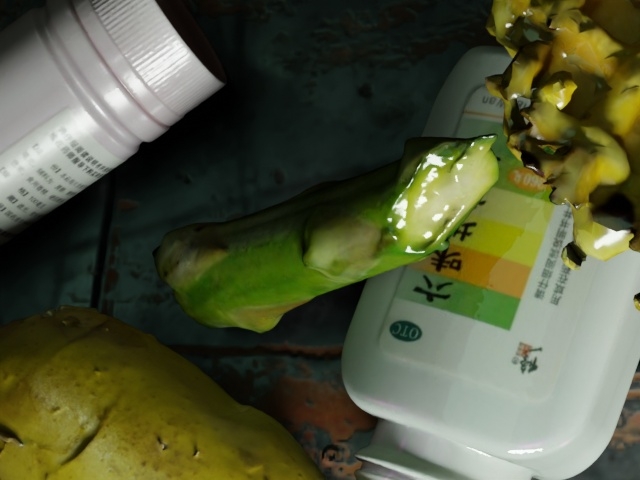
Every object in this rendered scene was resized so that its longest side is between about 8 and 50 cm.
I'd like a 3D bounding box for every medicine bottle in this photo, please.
[{"bbox_3d":[-0.204,-0.096,1.323,0.250,0.133,0.133,-35,66,9],"label":"medicine bottle"},{"bbox_3d":[0.120,0.045,1.172,0.179,0.124,0.324,17,83,28],"label":"medicine bottle"}]

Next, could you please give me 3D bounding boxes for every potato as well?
[{"bbox_3d":[-0.120,0.161,1.215,0.300,0.140,0.173,36,82,19],"label":"potato"}]

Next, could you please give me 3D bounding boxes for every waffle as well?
[{"bbox_3d":[0.277,-0.131,1.106,0.380,0.095,0.382,-2,65,-11],"label":"waffle"}]

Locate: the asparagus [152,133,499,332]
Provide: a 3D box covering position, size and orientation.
[{"bbox_3d":[-0.001,-0.001,1.176,0.343,0.082,0.085,-15,56,49],"label":"asparagus"}]
